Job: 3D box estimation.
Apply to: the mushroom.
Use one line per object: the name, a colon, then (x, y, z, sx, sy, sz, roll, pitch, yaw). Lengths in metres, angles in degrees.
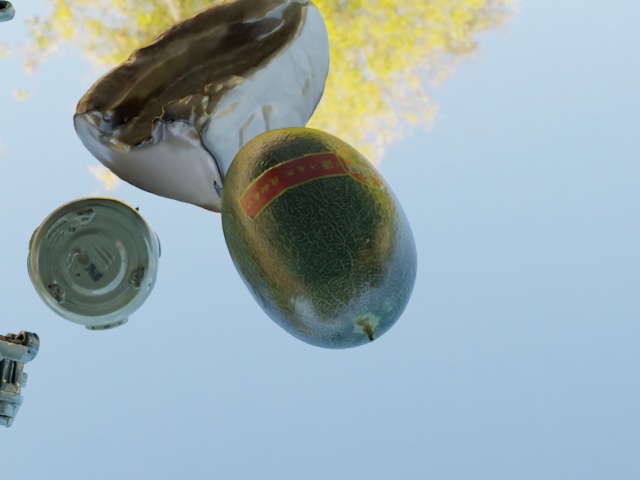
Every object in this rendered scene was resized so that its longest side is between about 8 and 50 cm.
mushroom: (-0.174, -0.257, 1.978, 0.313, 0.224, 0.397, 11, -126, 40)

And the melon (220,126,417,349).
melon: (0.000, 0.000, 1.205, 0.182, 0.182, 0.288, -26, -130, -6)

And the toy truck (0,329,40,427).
toy truck: (-0.492, 0.189, 1.669, 0.256, 0.108, 0.140, -11, -113, 46)

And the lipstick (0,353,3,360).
lipstick: (-0.378, 0.146, 1.259, 0.094, 0.019, 0.019, -39, -146, -23)

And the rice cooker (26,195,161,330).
rice cooker: (-0.375, 0.034, 1.991, 0.226, 0.226, 0.244, -26, -171, -7)

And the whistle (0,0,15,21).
whistle: (-0.561, -0.320, 1.639, 0.289, 0.163, 0.163, 4, -146, 3)
